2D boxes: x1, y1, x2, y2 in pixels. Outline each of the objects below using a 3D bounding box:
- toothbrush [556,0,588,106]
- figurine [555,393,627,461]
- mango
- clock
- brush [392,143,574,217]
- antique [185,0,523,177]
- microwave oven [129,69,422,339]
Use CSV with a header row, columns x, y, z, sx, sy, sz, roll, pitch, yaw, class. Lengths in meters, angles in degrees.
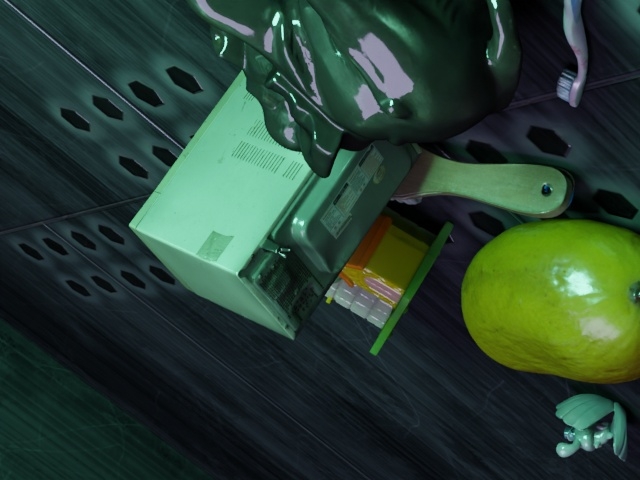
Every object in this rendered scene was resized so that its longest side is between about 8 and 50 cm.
x,y,z,sx,sy,sz,roll,pitch,yaw,class
0.214,-0.188,1.449,0.027,0.021,0.269,19,155,15,toothbrush
0.330,0.227,2.115,0.086,0.094,0.082,-3,108,10,figurine
0.245,0.063,1.787,0.195,0.142,0.331,44,158,-19,mango
0.000,0.000,2.008,0.255,0.106,0.220,30,158,3,clock
0.122,-0.062,1.789,0.327,0.070,0.065,10,168,38,brush
0.025,-0.185,1.482,0.322,0.185,0.255,7,147,38,antique
-0.036,-0.048,1.739,0.194,0.240,0.145,24,161,35,microwave oven
